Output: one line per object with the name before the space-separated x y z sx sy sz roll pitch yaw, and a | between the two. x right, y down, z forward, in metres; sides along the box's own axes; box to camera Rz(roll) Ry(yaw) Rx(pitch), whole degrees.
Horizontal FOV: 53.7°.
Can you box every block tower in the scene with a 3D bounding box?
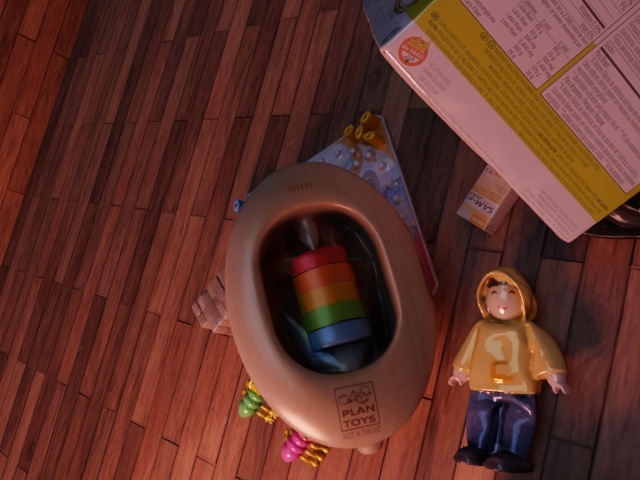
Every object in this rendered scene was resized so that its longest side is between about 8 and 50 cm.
block tower | -0.099 0.041 1.181 0.335 0.097 0.091 -51 50 17

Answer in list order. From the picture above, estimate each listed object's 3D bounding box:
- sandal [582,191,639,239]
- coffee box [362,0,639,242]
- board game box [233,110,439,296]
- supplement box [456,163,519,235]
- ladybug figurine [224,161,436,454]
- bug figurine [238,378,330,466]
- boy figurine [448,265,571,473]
sandal | 0.464 -0.070 0.798 0.445 0.107 0.168 17 86 42
coffee box | 0.292 -0.275 0.785 0.334 0.338 0.338 -42 22 21
board game box | 0.000 0.000 1.207 0.390 0.050 0.390 -30 57 29
supplement box | 0.272 -0.067 1.008 0.062 0.036 0.098 38 100 42
ladybug figurine | 0.014 0.101 0.978 0.305 0.162 0.449 -11 72 -4
bug figurine | -0.044 0.262 1.096 0.279 0.072 0.216 37 105 27
boy figurine | 0.266 0.176 0.892 0.177 0.092 0.285 1 79 43
